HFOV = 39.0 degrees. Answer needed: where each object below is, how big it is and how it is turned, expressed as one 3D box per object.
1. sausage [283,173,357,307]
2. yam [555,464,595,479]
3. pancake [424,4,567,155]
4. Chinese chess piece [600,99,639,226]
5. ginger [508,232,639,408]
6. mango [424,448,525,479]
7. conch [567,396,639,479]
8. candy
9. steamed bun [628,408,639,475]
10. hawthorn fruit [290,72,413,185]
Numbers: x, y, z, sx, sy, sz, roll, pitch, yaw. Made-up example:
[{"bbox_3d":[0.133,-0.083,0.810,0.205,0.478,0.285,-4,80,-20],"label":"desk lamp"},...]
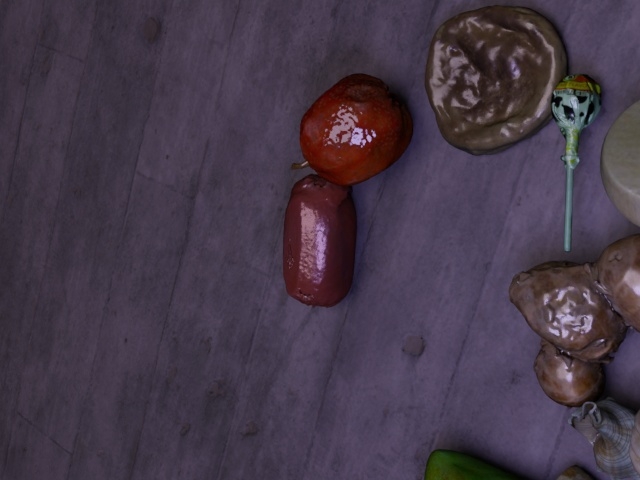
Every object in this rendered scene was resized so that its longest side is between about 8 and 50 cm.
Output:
[{"bbox_3d":[0.000,0.000,1.843,0.152,0.152,0.280,11,101,36],"label":"sausage"},{"bbox_3d":[0.539,0.525,1.493,0.371,0.083,0.083,47,117,25],"label":"yam"},{"bbox_3d":[0.313,-0.295,1.656,0.294,0.049,0.295,3,95,38],"label":"pancake"},{"bbox_3d":[0.555,-0.122,1.376,0.250,0.101,0.250,-18,47,20],"label":"Chinese chess piece"},{"bbox_3d":[0.478,0.103,1.478,0.375,0.176,0.256,-39,86,30],"label":"ginger"},{"bbox_3d":[0.324,0.507,1.575,0.201,0.225,0.382,-43,58,-10],"label":"mango"},{"bbox_3d":[0.475,0.306,1.470,0.234,0.114,0.137,57,161,-20],"label":"conch"},{"bbox_3d":[0.428,-0.131,1.528,0.083,0.091,0.306,-2,82,47],"label":"candy"},{"bbox_3d":[0.575,0.255,1.334,0.203,0.276,0.289,39,121,28],"label":"steamed bun"},{"bbox_3d":[0.050,-0.199,1.753,0.253,0.205,0.205,-38,69,19],"label":"hawthorn fruit"}]
